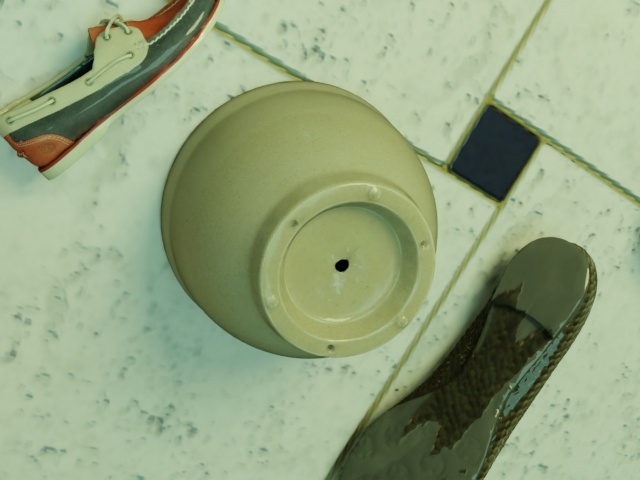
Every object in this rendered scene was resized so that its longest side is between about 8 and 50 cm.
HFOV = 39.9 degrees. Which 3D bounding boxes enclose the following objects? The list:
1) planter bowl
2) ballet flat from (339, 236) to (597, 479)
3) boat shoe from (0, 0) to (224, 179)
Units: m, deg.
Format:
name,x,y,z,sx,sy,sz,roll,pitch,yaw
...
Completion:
name,x,y,z,sx,sy,sz,roll,pitch,yaw
planter bowl,0.000,0.000,0.493,0.162,0.109,0.162,-7,111,-18
ballet flat,0.101,0.107,0.592,0.250,0.084,0.058,-55,151,2
boat shoe,-0.109,-0.091,0.459,0.137,0.049,0.043,-41,114,4
